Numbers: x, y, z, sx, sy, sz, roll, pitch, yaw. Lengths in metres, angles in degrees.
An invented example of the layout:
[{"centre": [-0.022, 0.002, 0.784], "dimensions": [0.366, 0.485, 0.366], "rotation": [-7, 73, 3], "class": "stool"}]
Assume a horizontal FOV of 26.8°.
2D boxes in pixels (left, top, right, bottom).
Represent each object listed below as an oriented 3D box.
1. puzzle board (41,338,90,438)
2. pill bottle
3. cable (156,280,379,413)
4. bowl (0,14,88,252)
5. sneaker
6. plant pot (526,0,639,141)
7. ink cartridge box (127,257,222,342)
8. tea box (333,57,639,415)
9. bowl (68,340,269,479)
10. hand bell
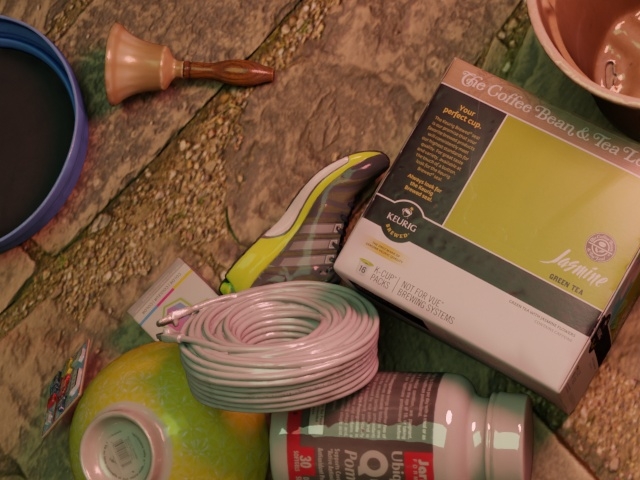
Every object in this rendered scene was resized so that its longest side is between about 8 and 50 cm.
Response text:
[{"centre": [-0.359, 0.206, 1.886], "dimensions": [0.096, 0.011, 0.128], "rotation": [-49, 23, 24], "class": "puzzle board"}, {"centre": [0.107, 0.254, 1.718], "dimensions": [0.318, 0.176, 0.176], "rotation": [0, 75, 15], "class": "pill bottle"}, {"centre": [-0.051, 0.135, 1.703], "dimensions": [0.257, 0.257, 0.089], "rotation": [22, 124, 49], "class": "cable"}, {"centre": [-0.536, -0.155, 2.061], "dimensions": [0.391, 0.077, 0.391], "rotation": [-4, 74, 15], "class": "bowl"}, {"centre": [0.000, 0.000, 1.868], "dimensions": [0.121, 0.111, 0.300], "rotation": [43, 95, 11], "class": "sneaker"}, {"centre": [0.442, -0.268, 1.702], "dimensions": [0.333, 0.305, 0.334], "rotation": [-4, 74, 14], "class": "plant pot"}, {"centre": [-0.160, 0.134, 1.885], "dimensions": [0.109, 0.062, 0.209], "rotation": [-47, 69, -1], "class": "ink cartridge box"}, {"centre": [0.250, -0.003, 1.727], "dimensions": [0.329, 0.220, 0.323], "rotation": [29, 85, 20], "class": "tea box"}, {"centre": [-0.229, 0.276, 1.778], "dimensions": [0.289, 0.156, 0.289], "rotation": [-1, 87, 24], "class": "bowl"}, {"centre": [-0.189, -0.255, 1.996], "dimensions": [0.242, 0.126, 0.126], "rotation": [4, 76, 3], "class": "hand bell"}]
